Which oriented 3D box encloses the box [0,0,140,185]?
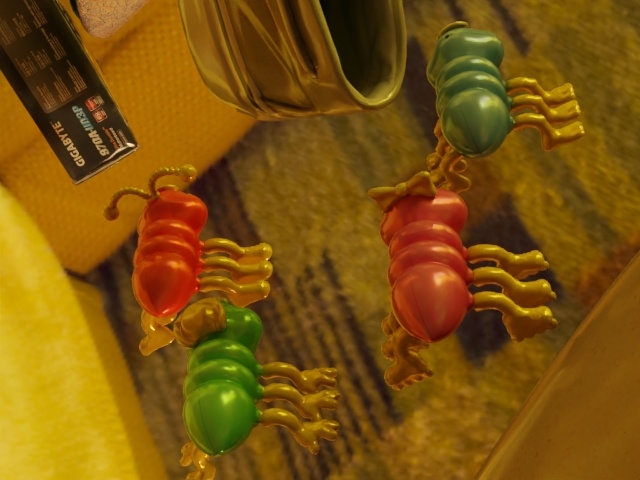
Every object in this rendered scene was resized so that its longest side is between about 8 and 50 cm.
[{"bbox_3d":[-0.199,-0.164,0.793,0.051,0.220,0.175,-30,37,-3],"label":"box"}]

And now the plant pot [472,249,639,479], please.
[{"bbox_3d":[0.161,0.150,0.557,0.274,0.256,0.256,-45,52,19],"label":"plant pot"}]

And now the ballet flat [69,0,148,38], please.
[{"bbox_3d":[-0.083,-0.269,0.798,0.106,0.107,0.316,20,112,16],"label":"ballet flat"}]

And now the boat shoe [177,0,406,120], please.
[{"bbox_3d":[-0.025,-0.193,0.539,0.094,0.109,0.302,10,126,41],"label":"boat shoe"}]

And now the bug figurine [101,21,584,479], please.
[{"bbox_3d":[0.000,0.000,0.640,0.279,0.072,0.216,-28,39,18],"label":"bug figurine"}]
